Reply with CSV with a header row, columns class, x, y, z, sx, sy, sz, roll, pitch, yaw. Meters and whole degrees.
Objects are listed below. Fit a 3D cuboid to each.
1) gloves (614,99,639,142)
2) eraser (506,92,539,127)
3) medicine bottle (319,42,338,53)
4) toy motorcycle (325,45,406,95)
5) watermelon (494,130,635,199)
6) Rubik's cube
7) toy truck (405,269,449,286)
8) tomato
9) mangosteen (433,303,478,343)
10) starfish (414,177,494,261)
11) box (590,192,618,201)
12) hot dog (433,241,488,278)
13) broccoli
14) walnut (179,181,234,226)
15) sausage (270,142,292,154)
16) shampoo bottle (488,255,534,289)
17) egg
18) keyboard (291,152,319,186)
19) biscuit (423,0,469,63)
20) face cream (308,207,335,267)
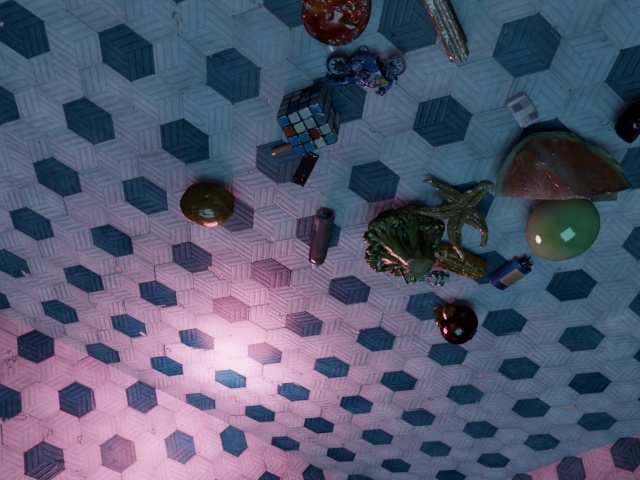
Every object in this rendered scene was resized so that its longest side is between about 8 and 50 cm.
class,x,y,z,sx,sy,sz,roll,pitch,yaw
gloves,0.997,-0.390,1.632,0.181,0.106,0.129,-38,122,2
eraser,0.639,-0.411,1.700,0.065,0.026,0.105,-32,119,28
medicine bottle,0.016,-0.609,1.607,0.052,0.052,0.089,-20,125,24
toy motorcycle,0.136,-0.512,1.654,0.255,0.092,0.135,7,142,14
watermelon,0.772,-0.246,1.728,0.292,0.319,0.222,-15,103,-27
Rubik's cube,-0.035,-0.393,1.738,0.151,0.155,0.154,-15,128,21
toy truck,0.432,0.132,2.172,0.175,0.081,0.067,2,132,14
tomato,0.047,-0.674,1.487,0.201,0.139,0.233,9,142,8
mangosteen,0.573,0.349,2.304,0.200,0.199,0.199,5,132,5
starfish,0.477,-0.101,1.913,0.303,0.060,0.299,24,92,-4
box,0.959,-0.168,1.829,0.084,0.079,0.035,-4,129,12
hot dog,0.540,0.079,2.124,0.269,0.072,0.115,20,123,-8
broccoli,0.309,0.031,1.980,0.322,0.283,0.303,-6,121,-10
walnut,-0.424,-0.134,2.022,0.207,0.167,0.167,15,132,7
sausage,-0.115,-0.330,1.895,0.133,0.024,0.024,-14,127,22
shampoo bottle,0.766,0.127,2.140,0.087,0.050,0.183,32,128,-15
egg,0.833,-0.043,1.864,0.221,0.220,0.269,19,141,-8
keyboard,-0.056,-0.259,1.957,0.053,0.010,0.155,22,131,-12
biscuit,0.347,-0.619,1.508,0.062,0.108,0.238,-21,125,27
face cream,0.000,0.000,2.135,0.073,0.073,0.283,11,132,-1
